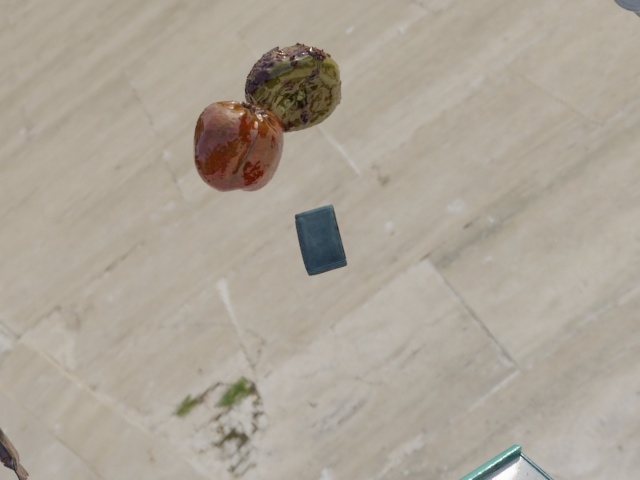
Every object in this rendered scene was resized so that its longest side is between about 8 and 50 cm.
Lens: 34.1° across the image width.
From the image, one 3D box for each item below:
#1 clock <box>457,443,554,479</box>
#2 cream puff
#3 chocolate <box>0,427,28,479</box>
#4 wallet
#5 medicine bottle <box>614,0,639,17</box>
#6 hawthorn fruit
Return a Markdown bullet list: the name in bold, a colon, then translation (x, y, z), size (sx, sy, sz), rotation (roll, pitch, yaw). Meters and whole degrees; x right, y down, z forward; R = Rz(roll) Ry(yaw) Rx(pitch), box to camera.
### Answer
- **clock**: translation (0.250, 0.440, 1.435), size (0.262, 0.116, 0.231), rotation (-25, 47, -28)
- **cream puff**: translation (-0.039, -0.220, 1.462), size (0.149, 0.149, 0.084), rotation (-32, 56, 13)
- **chocolate**: translation (-0.479, 0.274, 1.515), size (0.028, 0.182, 0.086), rotation (-39, 0, -10)
- **wallet**: translation (0.000, 0.000, 2.071), size (0.088, 0.026, 0.129), rotation (-17, 78, 14)
- **medicine bottle**: translation (0.522, -0.387, 1.532), size (0.147, 0.147, 0.247), rotation (-5, 7, 43)
- **hawthorn fruit**: translation (-0.104, -0.119, 1.327), size (0.128, 0.128, 0.128), rotation (-27, 34, 20)
